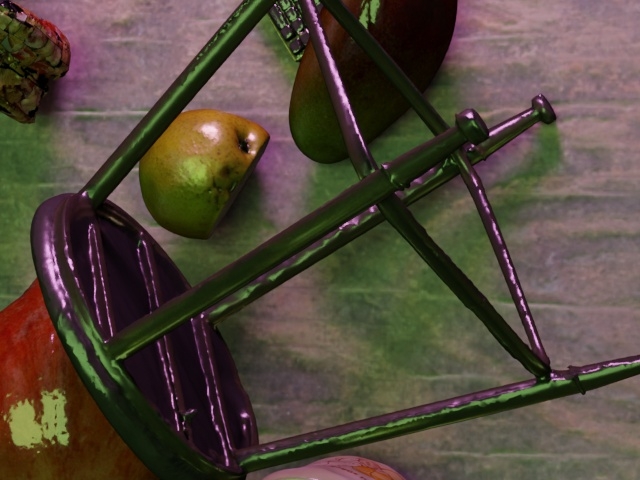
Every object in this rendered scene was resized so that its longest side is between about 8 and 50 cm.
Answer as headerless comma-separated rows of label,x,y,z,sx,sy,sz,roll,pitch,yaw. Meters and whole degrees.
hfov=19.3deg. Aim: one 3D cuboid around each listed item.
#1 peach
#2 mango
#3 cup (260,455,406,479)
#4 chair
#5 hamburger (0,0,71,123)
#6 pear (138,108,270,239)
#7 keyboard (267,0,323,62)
peach,-0.243,0.143,1.819,0.232,0.232,0.257,-3,83,17
mango,0.055,-0.187,1.794,0.111,0.133,0.268,43,116,41
cup,-0.028,0.296,1.753,0.255,0.202,0.173,-9,84,16
chair,0.000,0.000,1.607,0.410,0.362,0.365,-32,43,13
hamburger,-0.358,-0.210,1.879,0.231,0.231,0.107,31,92,16
pear,-0.121,-0.074,1.832,0.104,0.141,0.141,35,98,-3
keyboard,0.082,-0.298,1.843,0.317,0.027,0.106,-35,77,12
